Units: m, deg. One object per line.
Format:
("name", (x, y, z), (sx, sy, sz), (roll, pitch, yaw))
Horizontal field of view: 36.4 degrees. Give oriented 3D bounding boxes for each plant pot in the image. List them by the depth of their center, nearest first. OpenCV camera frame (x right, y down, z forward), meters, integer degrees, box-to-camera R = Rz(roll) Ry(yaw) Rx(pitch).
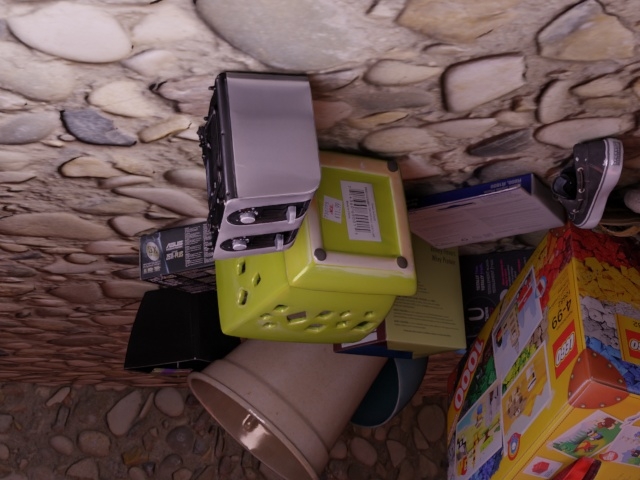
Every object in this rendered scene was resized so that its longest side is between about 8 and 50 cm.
("plant pot", (0.000, 0.000, 1.314), (0.227, 0.228, 0.207), (6, 155, -30))
("plant pot", (-0.040, 0.267, 1.920), (0.333, 0.305, 0.334), (35, 158, 17))
("plant pot", (-0.283, 0.188, 2.036), (0.187, 0.167, 0.188), (-11, 163, 26))
("plant pot", (0.135, 0.256, 2.230), (0.195, 0.290, 0.290), (-19, 179, -42))

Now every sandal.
("sandal", (0.476, -0.032, 1.537), (0.180, 0.072, 0.049), (2, 121, -31))

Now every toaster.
("toaster", (-0.073, -0.087, 1.083), (0.110, 0.186, 0.168), (-2, 157, -14))

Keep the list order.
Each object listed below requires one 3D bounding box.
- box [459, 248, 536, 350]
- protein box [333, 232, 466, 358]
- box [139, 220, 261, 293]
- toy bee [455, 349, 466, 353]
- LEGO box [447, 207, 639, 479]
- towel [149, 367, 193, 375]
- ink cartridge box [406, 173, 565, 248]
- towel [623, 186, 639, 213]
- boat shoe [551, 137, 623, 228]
("box", (0.398, 0.113, 1.884), (0.270, 0.165, 0.143), (-6, 163, 13))
("protein box", (0.132, 0.093, 1.695), (0.199, 0.201, 0.136), (10, 160, -40))
("box", (-0.189, 0.029, 1.637), (0.180, 0.078, 0.147), (-12, 162, 29))
("toy bee", (0.339, 0.159, 2.128), (0.162, 0.298, 0.195), (-27, 131, -12))
("LEGO box", (0.392, 0.255, 1.620), (0.193, 0.373, 0.500), (17, 133, -8))
("towel", (-0.306, 0.270, 1.998), (0.083, 0.010, 0.060), (2, 165, -15))
("ink cartridge box", (0.237, -0.049, 1.493), (0.223, 0.045, 0.224), (-11, 162, 27))
("towel", (0.627, -0.037, 1.475), (0.282, 0.049, 0.187), (7, -173, -28))
("boat shoe", (0.362, -0.077, 1.361), (0.076, 0.080, 0.228), (2, 164, 5))
